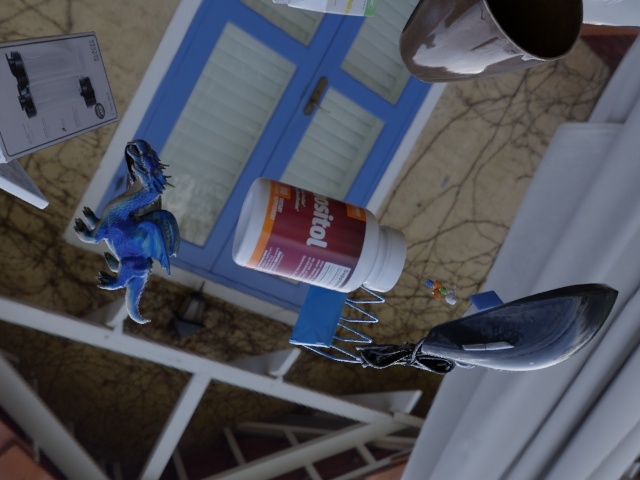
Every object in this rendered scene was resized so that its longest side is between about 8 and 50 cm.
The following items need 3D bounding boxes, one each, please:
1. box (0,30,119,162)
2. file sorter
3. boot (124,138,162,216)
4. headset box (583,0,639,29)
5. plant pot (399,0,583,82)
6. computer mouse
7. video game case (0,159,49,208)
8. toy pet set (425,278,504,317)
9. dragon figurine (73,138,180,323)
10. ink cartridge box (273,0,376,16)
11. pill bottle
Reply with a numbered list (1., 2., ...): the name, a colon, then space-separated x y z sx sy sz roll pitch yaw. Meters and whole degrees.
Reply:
1. box: -0.471 -0.244 0.936 0.087 0.169 0.290 -1 -156 18
2. file sorter: 0.041 0.126 1.027 0.105 0.170 0.118 31 158 -26
3. boot: -0.421 -0.128 1.315 0.082 0.219 0.106 -7 -175 -5
4. headset box: 0.538 -0.496 0.989 0.283 0.131 0.246 25 176 37
5. plant pot: 0.234 -0.336 0.873 0.215 0.215 0.230 25 161 -24
6. computer mouse: 0.183 0.109 0.579 0.262 0.060 0.184 -24 157 36
7. video game case: -0.698 -0.177 1.200 0.206 0.026 0.227 47 176 16
8. toy pet set: 0.257 0.096 0.952 0.122 0.065 0.114 27 -161 -21
9. dragon figurine: -0.252 0.006 0.820 0.144 0.289 0.085 -13 -156 0
10. ink cartridge box: 0.032 -0.688 1.443 0.119 0.207 0.353 21 -153 25
11. pill bottle: 0.000 0.000 0.540 0.152 0.086 0.086 16 -171 -17
